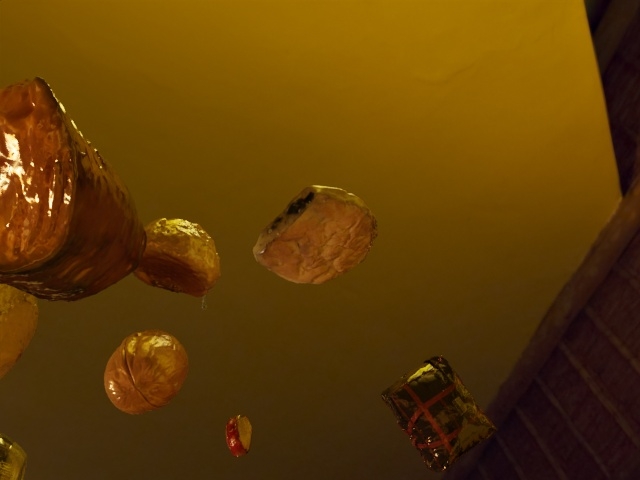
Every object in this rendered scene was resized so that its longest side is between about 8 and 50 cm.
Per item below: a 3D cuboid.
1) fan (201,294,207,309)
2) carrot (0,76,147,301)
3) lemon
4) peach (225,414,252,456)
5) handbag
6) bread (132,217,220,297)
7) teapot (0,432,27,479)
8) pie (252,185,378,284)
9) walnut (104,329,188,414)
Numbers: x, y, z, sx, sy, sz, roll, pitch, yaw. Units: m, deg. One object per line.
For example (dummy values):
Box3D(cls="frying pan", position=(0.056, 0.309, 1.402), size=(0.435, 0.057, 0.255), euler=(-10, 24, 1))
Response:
Box3D(cls="fan", position=(-0.311, 0.089, 1.701), size=(0.016, 0.038, 0.193), euler=(-156, -112, -77))
Box3D(cls="carrot", position=(-0.397, -0.051, 0.882), size=(0.241, 0.341, 0.242), euler=(-1, -109, 3))
Box3D(cls="lemon", position=(-0.816, 0.162, 1.386), size=(0.387, 0.350, 0.350), euler=(28, -111, 3))
Box3D(cls="peach", position=(-0.173, 0.414, 1.341), size=(0.050, 0.077, 0.083), euler=(-24, -117, 8))
Box3D(cls="handbag", position=(0.253, 0.379, 1.394), size=(0.169, 0.155, 0.215), euler=(-33, -98, -16))
Box3D(cls="bread", position=(-0.360, 0.038, 1.592), size=(0.244, 0.244, 0.134), euler=(-11, -132, 26))
Box3D(cls="teapot", position=(-0.475, 0.344, 0.861), size=(0.130, 0.119, 0.166), euler=(134, -35, -64))
Box3D(cls="pie", position=(0.000, 0.003, 1.048), size=(0.218, 0.185, 0.052), euler=(-41, -145, 30))
Box3D(cls="walnut", position=(-0.356, 0.266, 1.313), size=(0.165, 0.165, 0.197), euler=(-30, -167, 10))
